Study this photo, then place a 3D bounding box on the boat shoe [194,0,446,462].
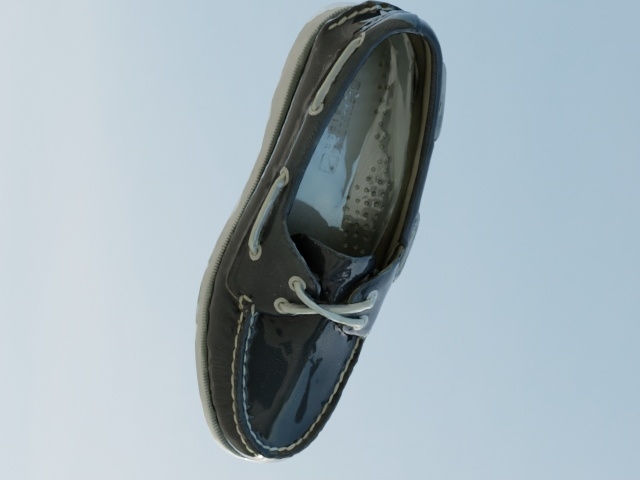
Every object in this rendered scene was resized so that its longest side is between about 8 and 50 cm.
[{"bbox_3d":[0.000,0.000,1.072,0.091,0.114,0.303,-157,-104,-65],"label":"boat shoe"}]
